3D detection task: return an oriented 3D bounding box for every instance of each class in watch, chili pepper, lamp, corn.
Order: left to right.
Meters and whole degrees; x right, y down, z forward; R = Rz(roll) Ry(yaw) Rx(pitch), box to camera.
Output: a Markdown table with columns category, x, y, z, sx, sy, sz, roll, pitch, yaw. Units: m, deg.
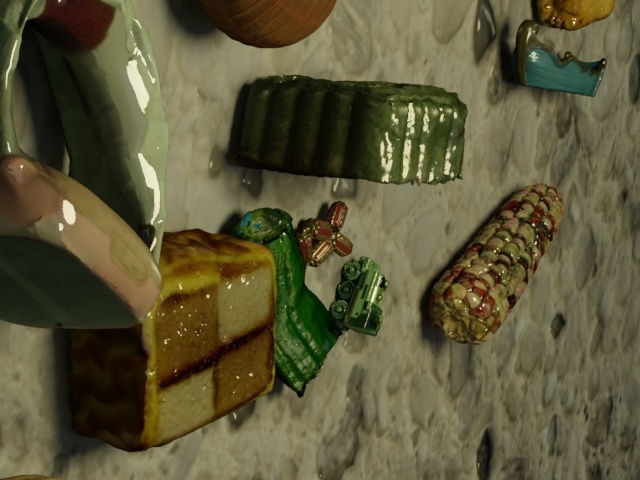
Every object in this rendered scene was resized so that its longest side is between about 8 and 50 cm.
| category | x | y | z | sx | sy | sz | roll | pitch | yaw |
| --- | --- | --- | --- | --- | --- | --- | --- | --- | --- |
| watch | -0.206 | -0.081 | 1.305 | 0.253 | 0.161 | 0.241 | 52 | 43 | -53 |
| lamp | -0.045 | -0.236 | 1.502 | 0.136 | 0.136 | 0.136 | -23 | 118 | -53 |
| chili pepper | -0.038 | 0.064 | 1.672 | 0.098 | 0.061 | 0.224 | -44 | 139 | -24 |
| lamp | 0.000 | 0.000 | 1.744 | 0.083 | 0.031 | 0.063 | -33 | 124 | -45 |
| corn | 0.212 | 0.022 | 2.040 | 0.280 | 0.092 | 0.092 | -51 | 139 | -45 |

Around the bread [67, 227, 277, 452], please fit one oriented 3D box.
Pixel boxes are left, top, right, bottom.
| category | x | y | z | sx | sy | sz | roll | pitch | yaw |
| --- | --- | --- | --- | --- | --- | --- | --- | --- | --- |
| bread | -0.124 | 0.082 | 1.510 | 0.222 | 0.096 | 0.181 | -19 | 117 | -55 |

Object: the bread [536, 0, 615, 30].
| category | x | y | z | sx | sy | sz | roll | pitch | yaw |
| --- | --- | --- | --- | --- | --- | --- | --- | --- | --- |
| bread | 0.308 | -0.360 | 2.074 | 0.114 | 0.083 | 0.211 | -25 | 119 | -47 |

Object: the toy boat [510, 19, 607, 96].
| category | x | y | z | sx | sy | sz | roll | pitch | yaw |
| --- | --- | --- | --- | --- | --- | --- | --- | --- | --- |
| toy boat | 0.283 | -0.221 | 2.082 | 0.185 | 0.075 | 0.077 | 1 | 101 | -54 |

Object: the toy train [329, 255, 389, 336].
| category | x | y | z | sx | sy | sz | roll | pitch | yaw |
| --- | --- | --- | --- | --- | --- | --- | --- | --- | --- |
| toy train | 0.045 | 0.058 | 1.807 | 0.033 | 0.053 | 0.083 | 36 | 70 | -55 |

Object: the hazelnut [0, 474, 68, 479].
| category | x | y | z | sx | sy | sz | roll | pitch | yaw |
| --- | --- | --- | --- | --- | --- | --- | --- | --- | --- |
| hazelnut | -0.226 | 0.324 | 1.326 | 0.261 | 0.241 | 0.261 | 36 | 42 | -41 |

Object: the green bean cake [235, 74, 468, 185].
| category | x | y | z | sx | sy | sz | roll | pitch | yaw |
| --- | --- | --- | --- | --- | --- | --- | --- | --- | --- |
| green bean cake | 0.033 | -0.107 | 1.627 | 0.181 | 0.173 | 0.094 | -4 | 101 | -56 |
